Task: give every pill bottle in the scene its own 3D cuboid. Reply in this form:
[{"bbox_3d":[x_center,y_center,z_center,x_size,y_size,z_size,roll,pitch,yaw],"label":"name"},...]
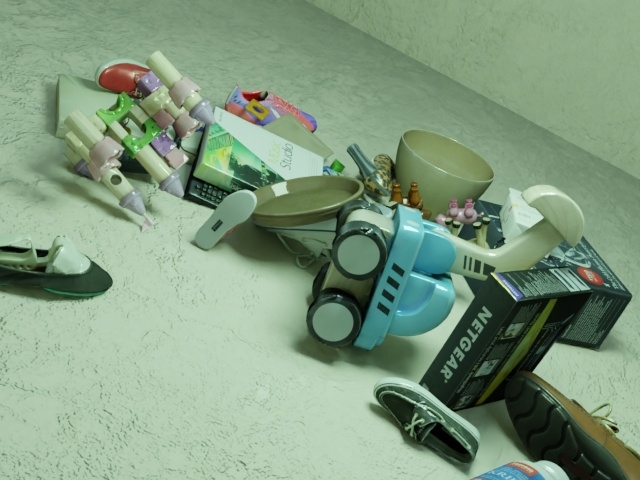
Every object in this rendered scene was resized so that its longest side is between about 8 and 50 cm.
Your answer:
[{"bbox_3d":[0.315,0.433,1.331,0.221,0.124,0.124,-5,39,-43],"label":"pill bottle"}]

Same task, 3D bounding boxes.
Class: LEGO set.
[{"bbox_3d":[0.084,-0.116,2.207,0.244,0.060,0.182,19,26,-33],"label":"LEGO set"}]

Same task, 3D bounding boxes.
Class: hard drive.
[{"bbox_3d":[-0.421,-0.193,1.900,0.135,0.022,0.094,6,45,2],"label":"hard drive"}]

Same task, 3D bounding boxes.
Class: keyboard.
[{"bbox_3d":[-0.285,-0.208,1.999,0.201,0.033,0.317,20,41,-13],"label":"keyboard"}]

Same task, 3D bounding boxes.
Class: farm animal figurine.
[{"bbox_3d":[0.223,0.002,1.963,0.326,0.172,0.330,-15,30,-24],"label":"farm animal figurine"}]

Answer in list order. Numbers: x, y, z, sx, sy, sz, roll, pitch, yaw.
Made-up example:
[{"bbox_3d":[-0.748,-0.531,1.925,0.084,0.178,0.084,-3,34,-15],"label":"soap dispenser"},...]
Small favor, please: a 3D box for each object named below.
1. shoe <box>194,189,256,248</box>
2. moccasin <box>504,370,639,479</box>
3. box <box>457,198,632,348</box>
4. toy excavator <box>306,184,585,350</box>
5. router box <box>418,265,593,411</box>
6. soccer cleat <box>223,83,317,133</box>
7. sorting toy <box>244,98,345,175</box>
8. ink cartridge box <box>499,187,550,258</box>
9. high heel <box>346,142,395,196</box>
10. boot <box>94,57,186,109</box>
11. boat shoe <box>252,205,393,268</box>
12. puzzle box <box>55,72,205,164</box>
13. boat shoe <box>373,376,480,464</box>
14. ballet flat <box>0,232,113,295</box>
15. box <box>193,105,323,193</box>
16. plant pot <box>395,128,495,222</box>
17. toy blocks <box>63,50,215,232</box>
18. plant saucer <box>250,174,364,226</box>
[{"bbox_3d":[-0.195,-0.055,1.743,0.063,0.178,0.081,47,25,-4],"label":"shoe"},{"bbox_3d":[0.513,0.391,1.538,0.380,0.139,0.147,38,30,24],"label":"moccasin"},{"bbox_3d":[0.548,0.081,2.057,0.312,0.179,0.343,11,30,-20],"label":"box"},{"bbox_3d":[0.238,0.046,1.606,0.445,0.433,0.222,19,16,-3],"label":"toy excavator"},{"bbox_3d":[0.356,0.194,1.578,0.242,0.309,0.081,-2,41,-40],"label":"router box"},{"bbox_3d":[-0.136,-0.384,2.408,0.318,0.116,0.109,4,33,-32],"label":"soccer cleat"},{"bbox_3d":[-0.076,-0.273,2.304,0.347,0.047,0.196,43,35,6],"label":"sorting toy"},{"bbox_3d":[0.508,-0.047,1.989,0.115,0.067,0.198,20,30,-4],"label":"ink cartridge box"},{"bbox_3d":[0.184,-0.166,2.306,0.261,0.093,0.186,21,31,-56],"label":"high heel"},{"bbox_3d":[-0.451,-0.393,2.113,0.244,0.088,0.176,-4,40,-47],"label":"boot"},{"bbox_3d":[0.006,-0.003,1.851,0.367,0.157,0.136,4,23,30],"label":"boat shoe"},{"bbox_3d":[-0.472,-0.307,2.092,0.408,0.052,0.272,11,30,-24],"label":"puzzle box"},{"bbox_3d":[0.190,0.326,1.470,0.219,0.078,0.070,30,27,8],"label":"boat shoe"},{"bbox_3d":[-0.497,0.039,1.427,0.280,0.096,0.095,6,32,-30],"label":"ballet flat"},{"bbox_3d":[-0.145,-0.185,2.019,0.322,0.058,0.232,23,41,-18],"label":"box"},{"bbox_3d":[0.326,-0.164,2.298,0.284,0.191,0.284,18,28,-10],"label":"plant pot"},{"bbox_3d":[-0.376,-0.197,1.777,0.260,0.309,0.288,47,67,-4],"label":"toy blocks"},{"bbox_3d":[-0.038,-0.088,1.808,0.277,0.041,0.278,-8,20,3],"label":"plant saucer"}]
